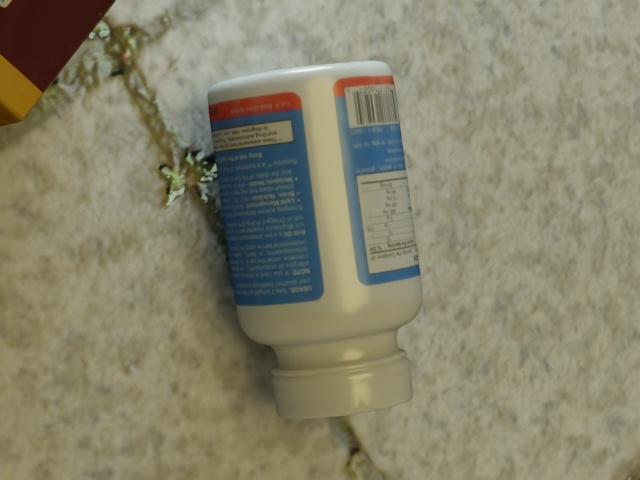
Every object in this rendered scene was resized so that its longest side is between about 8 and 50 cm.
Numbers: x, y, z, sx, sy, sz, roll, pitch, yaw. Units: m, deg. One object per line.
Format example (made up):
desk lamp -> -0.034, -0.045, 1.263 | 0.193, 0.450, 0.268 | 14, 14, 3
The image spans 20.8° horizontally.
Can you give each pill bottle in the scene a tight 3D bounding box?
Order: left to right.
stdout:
pill bottle -> 0.000, 0.000, 1.137 | 0.124, 0.124, 0.221 | -8, 92, -32

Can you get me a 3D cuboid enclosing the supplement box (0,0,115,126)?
supplement box -> -0.194, -0.171, 0.985 | 0.129, 0.191, 0.194 | 43, 67, -23
